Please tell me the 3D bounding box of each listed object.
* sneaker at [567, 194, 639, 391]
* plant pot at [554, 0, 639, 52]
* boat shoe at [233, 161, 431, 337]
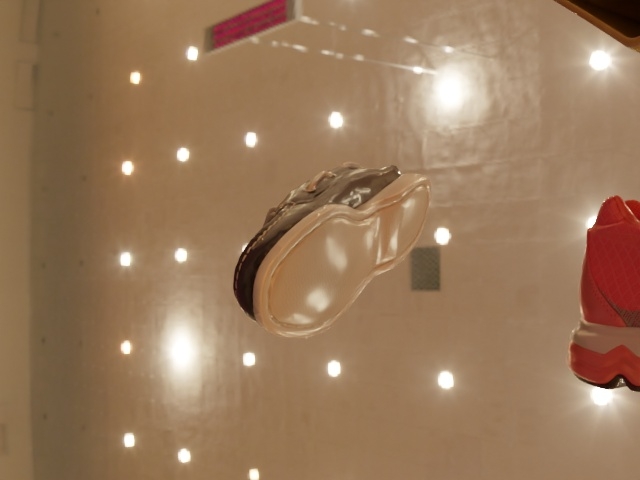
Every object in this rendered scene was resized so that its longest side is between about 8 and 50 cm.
[{"bbox_3d":[0.271,0.018,0.504,0.314,0.116,0.136,-5,-97,45],"label":"sneaker"},{"bbox_3d":[0.270,-0.204,0.591,0.212,0.187,0.212,-58,-152,19],"label":"plant pot"},{"bbox_3d":[0.000,0.000,0.828,0.091,0.302,0.114,16,-71,25],"label":"boat shoe"}]
